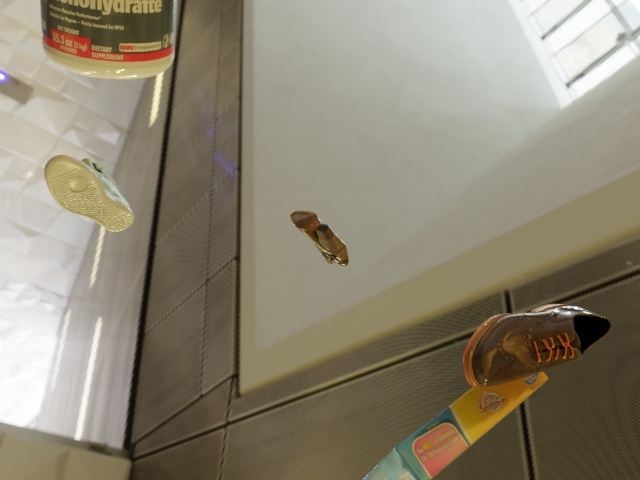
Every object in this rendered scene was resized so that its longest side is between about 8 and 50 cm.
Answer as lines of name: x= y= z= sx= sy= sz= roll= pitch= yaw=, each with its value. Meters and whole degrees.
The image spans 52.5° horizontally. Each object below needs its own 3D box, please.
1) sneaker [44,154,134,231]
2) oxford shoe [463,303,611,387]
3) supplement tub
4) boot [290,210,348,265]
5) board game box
sneaker: x=-0.494 y=-0.125 z=1.327 sx=0.094 sy=0.256 sz=0.151 roll=-37 pitch=-118 yaw=-3
oxford shoe: x=0.321 y=0.148 z=0.959 sx=0.098 sy=0.271 sz=0.096 roll=-9 pitch=-83 yaw=56
supplement tub: x=-0.297 y=-0.384 z=0.916 sx=0.191 sy=0.191 sz=0.272 roll=-118 pitch=-147 yaw=-52
boot: x=0.000 y=0.000 z=1.109 sx=0.042 sy=0.087 sz=0.118 roll=-40 pitch=-143 yaw=-16
board game box: x=0.206 y=0.329 z=1.075 sx=0.064 sy=0.317 sz=0.242 roll=50 pitch=-38 yaw=21
